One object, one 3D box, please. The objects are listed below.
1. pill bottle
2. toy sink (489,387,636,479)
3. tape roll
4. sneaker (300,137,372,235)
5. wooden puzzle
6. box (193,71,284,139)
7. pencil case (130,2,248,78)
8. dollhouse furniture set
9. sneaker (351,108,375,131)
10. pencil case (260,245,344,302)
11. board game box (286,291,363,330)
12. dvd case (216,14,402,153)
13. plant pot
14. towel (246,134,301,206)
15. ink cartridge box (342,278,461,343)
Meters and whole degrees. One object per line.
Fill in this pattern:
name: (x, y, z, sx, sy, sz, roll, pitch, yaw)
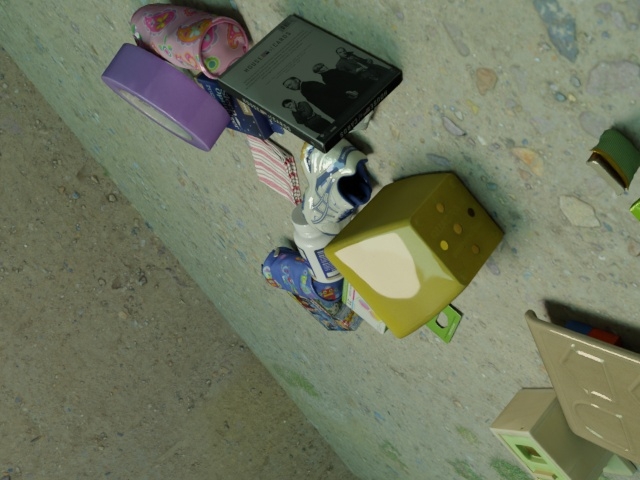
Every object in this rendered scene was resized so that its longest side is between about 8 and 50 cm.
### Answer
pill bottle: (0.000, 0.000, 1.607, 0.112, 0.112, 0.187, 28, 153, 40)
toy sink: (0.491, 0.431, 1.417, 0.234, 0.131, 0.153, 47, 160, -4)
tape roll: (-0.332, -0.305, 1.499, 0.274, 0.090, 0.275, 32, 175, 3)
sneaker: (0.038, -0.086, 1.377, 0.131, 0.112, 0.296, 35, 157, 26)
wooden puzzle: (0.522, 0.266, 1.143, 0.347, 0.080, 0.322, 26, 151, 53)
box: (-0.181, -0.297, 1.524, 0.225, 0.036, 0.136, 23, 149, 45)
pencil case: (-0.263, -0.398, 1.370, 0.284, 0.124, 0.124, 26, 152, 43)
dollhouse furniture set: (0.384, -0.071, 0.795, 0.152, 0.076, 0.058, 45, 147, -2)
sneaker: (-0.017, -0.238, 1.192, 0.228, 0.086, 0.132, 24, 163, 8)
pencil case: (-0.043, 0.082, 1.833, 0.306, 0.119, 0.133, 8, 129, 59)
board game box: (0.028, 0.189, 1.943, 0.194, 0.060, 0.194, 45, 159, -26)
dvd case: (-0.021, -0.252, 1.084, 0.238, 0.179, 0.030, 36, 160, 28)
plant pot: (0.176, 0.008, 1.173, 0.212, 0.212, 0.187, 49, 147, -7)
towel: (-0.112, -0.166, 1.635, 0.144, 0.029, 0.197, 37, 158, 25)
ink cartridge box: (0.176, 0.150, 1.562, 0.255, 0.097, 0.189, 40, 159, 19)
